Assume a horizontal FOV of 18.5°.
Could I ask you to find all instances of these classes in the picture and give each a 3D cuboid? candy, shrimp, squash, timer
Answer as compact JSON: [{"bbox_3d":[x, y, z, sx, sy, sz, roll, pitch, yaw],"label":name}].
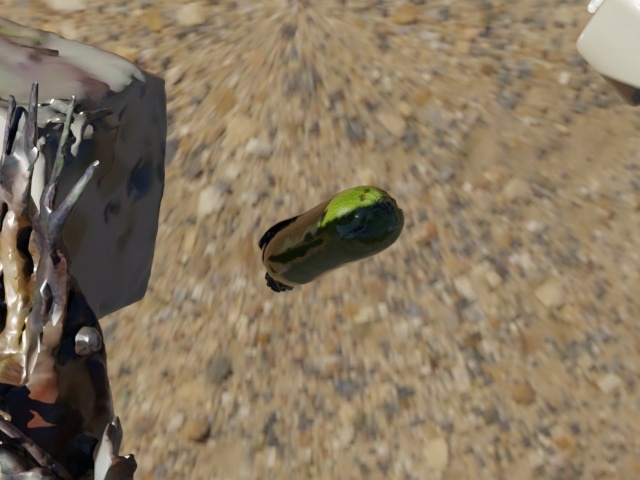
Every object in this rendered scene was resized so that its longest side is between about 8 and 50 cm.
[{"bbox_3d":[-0.197,-0.047,1.217,0.195,0.137,0.184,22,121,28],"label":"candy"},{"bbox_3d":[-0.152,0.080,0.834,0.145,0.116,0.343,-2,119,-27],"label":"shrimp"},{"bbox_3d":[0.000,0.000,1.360,0.052,0.183,0.052,7,76,-27],"label":"squash"},{"bbox_3d":[0.218,-0.259,1.670,0.266,0.175,0.175,37,95,4],"label":"timer"}]
